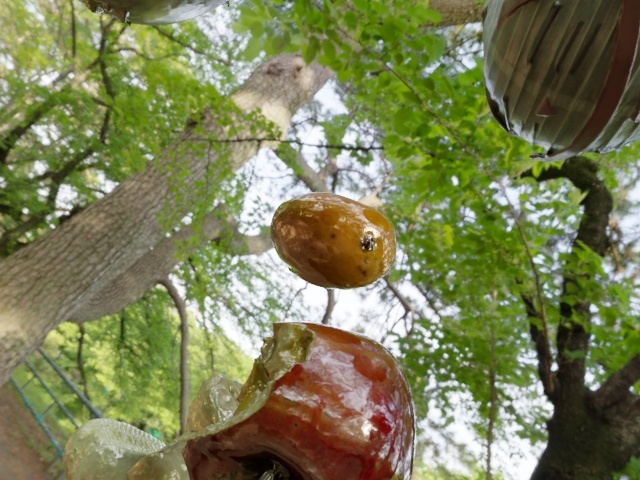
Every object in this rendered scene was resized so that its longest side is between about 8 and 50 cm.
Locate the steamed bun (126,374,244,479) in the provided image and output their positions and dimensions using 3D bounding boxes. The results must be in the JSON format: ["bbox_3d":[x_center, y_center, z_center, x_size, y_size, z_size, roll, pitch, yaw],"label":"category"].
[{"bbox_3d":[-0.058,0.278,0.483,0.296,0.292,0.137,27,-56,-24],"label":"steamed bun"}]

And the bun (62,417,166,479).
[{"bbox_3d":[-0.211,0.236,0.515,0.115,0.069,0.115,26,-12,6],"label":"bun"}]

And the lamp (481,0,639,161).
[{"bbox_3d":[0.280,-0.214,0.510,0.233,0.233,0.265,28,-33,24],"label":"lamp"}]

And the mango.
[{"bbox_3d":[-0.001,0.003,0.491,0.160,0.084,0.105,-7,-41,48],"label":"mango"}]

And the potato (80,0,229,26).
[{"bbox_3d":[-0.135,-0.242,0.251,0.173,0.209,0.308,19,4,33],"label":"potato"}]

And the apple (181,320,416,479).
[{"bbox_3d":[-0.003,0.134,0.368,0.147,0.158,0.155,14,-69,12],"label":"apple"}]
